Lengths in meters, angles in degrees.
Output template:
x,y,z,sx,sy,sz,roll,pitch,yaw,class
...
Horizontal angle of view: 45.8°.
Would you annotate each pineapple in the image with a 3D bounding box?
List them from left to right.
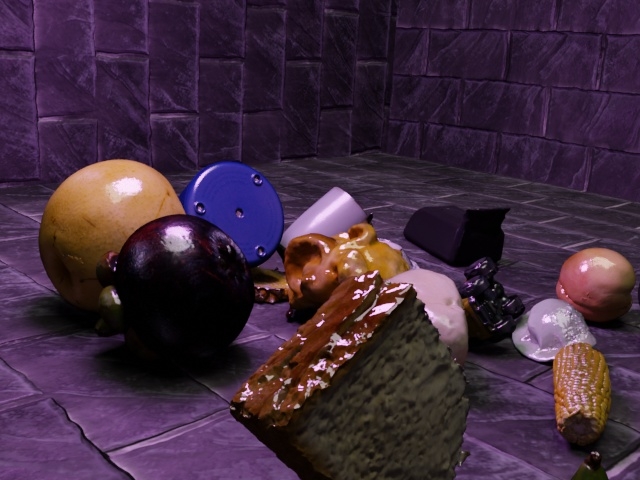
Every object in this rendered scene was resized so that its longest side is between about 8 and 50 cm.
x,y,z,sx,sy,sz,roll,pitch,yaw,class
-0.143,0.108,1.907,0.221,0.047,0.221,6,14,-2,pineapple

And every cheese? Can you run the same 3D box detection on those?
x,y,z,sx,sy,sz,roll,pitch,yaw,class
0.207,0.169,1.490,0.251,0.173,0.248,14,27,37,cheese

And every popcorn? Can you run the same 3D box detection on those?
x,y,z,sx,sy,sz,roll,pitch,yaw,class
0.070,0.072,1.687,0.316,0.281,0.297,17,-1,5,popcorn

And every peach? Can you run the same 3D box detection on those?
x,y,z,sx,sy,sz,roll,pitch,yaw,class
0.657,0.106,1.813,0.184,0.184,0.184,3,15,-1,peach

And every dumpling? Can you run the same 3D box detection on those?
x,y,z,sx,sy,sz,roll,pitch,yaw,class
0.493,0.184,1.617,0.153,0.108,0.219,-1,12,-17,dumpling

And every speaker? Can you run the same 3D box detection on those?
x,y,z,sx,sy,sz,roll,pitch,yaw,class
0.415,-0.049,2.323,0.180,0.184,0.388,-3,15,-19,speaker

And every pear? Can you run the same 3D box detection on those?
x,y,z,sx,sy,sz,roll,pitch,yaw,class
-0.455,-0.007,1.696,0.348,0.348,0.348,3,15,-1,pear

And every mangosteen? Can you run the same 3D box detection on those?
x,y,z,sx,sy,sz,roll,pitch,yaw,class
-0.279,0.102,1.485,0.300,0.300,0.300,3,15,-1,mangosteen

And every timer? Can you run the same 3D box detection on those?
x,y,z,sx,sy,sz,roll,pitch,yaw,class
-0.299,-0.023,1.962,0.270,0.270,0.383,-9,-8,-37,timer

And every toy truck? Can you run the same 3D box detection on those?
x,y,z,sx,sy,sz,roll,pitch,yaw,class
0.338,0.151,1.672,0.165,0.147,0.224,-34,3,27,toy truck

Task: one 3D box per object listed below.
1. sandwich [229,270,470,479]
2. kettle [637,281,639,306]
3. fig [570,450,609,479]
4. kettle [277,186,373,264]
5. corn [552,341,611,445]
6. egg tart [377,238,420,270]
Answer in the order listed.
x,y,z,sx,sy,sz,roll,pitch,yaw,class
0.068,0.236,1.000,0.262,0.325,0.131,-46,30,-25,sandwich
0.837,0.188,1.543,0.321,0.228,0.324,34,21,-4,kettle
0.316,0.335,0.896,0.117,0.177,0.117,14,0,0,fig
0.000,0.000,2.025,0.236,0.161,0.221,-42,-6,-12,kettle
0.465,0.259,1.345,0.102,0.101,0.310,7,14,14,corn
0.158,0.054,2.067,0.234,0.094,0.234,4,13,-1,egg tart
